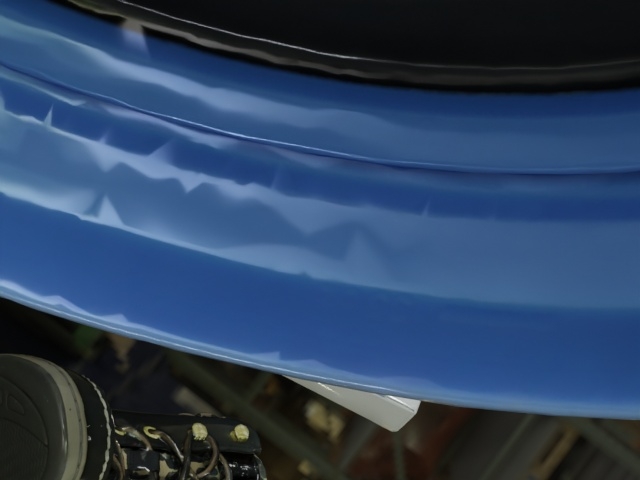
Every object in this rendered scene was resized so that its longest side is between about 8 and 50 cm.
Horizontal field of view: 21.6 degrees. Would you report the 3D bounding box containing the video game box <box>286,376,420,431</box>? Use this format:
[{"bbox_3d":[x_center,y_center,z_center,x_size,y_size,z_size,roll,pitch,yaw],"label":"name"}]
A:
[{"bbox_3d":[0.000,0.000,1.121,0.048,0.205,0.187,-52,-167,57],"label":"video game box"}]

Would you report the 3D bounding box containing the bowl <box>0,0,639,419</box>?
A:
[{"bbox_3d":[-0.029,-0.090,0.234,0.391,0.391,0.077,122,-12,-65],"label":"bowl"}]

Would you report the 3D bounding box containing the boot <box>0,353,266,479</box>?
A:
[{"bbox_3d":[-0.098,0.107,0.828,0.178,0.085,0.236,1,161,-29],"label":"boot"}]
